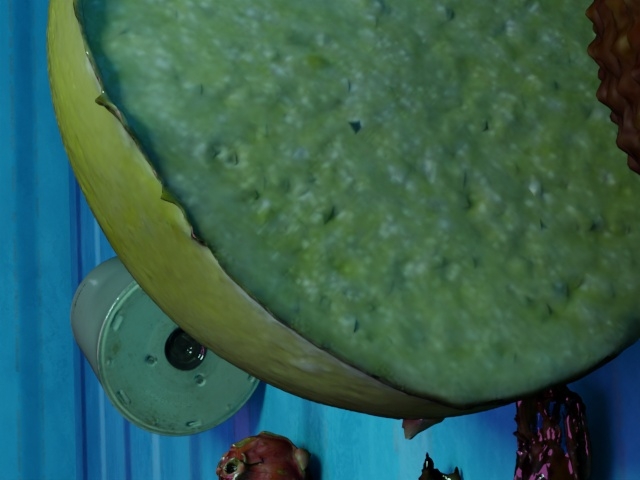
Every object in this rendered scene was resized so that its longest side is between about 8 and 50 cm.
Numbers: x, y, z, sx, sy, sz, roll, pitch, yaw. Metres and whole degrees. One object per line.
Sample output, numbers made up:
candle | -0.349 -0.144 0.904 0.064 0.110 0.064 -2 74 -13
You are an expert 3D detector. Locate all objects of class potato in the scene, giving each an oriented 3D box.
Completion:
potato | 0.013 -0.072 0.642 0.442 0.385 0.319 48 152 -1

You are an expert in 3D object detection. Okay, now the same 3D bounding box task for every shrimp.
shrimp | 0.157 0.226 0.747 0.222 0.054 0.290 30 121 59

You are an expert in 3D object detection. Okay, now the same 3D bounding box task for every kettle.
kettle | -0.248 0.093 1.376 0.377 0.250 0.361 8 77 65

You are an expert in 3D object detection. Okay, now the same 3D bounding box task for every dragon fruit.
dragon fruit | -0.071 0.312 1.109 0.133 0.166 0.136 -21 59 14

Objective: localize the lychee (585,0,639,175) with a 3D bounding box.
lychee | 0.249 -0.092 0.343 0.276 0.304 0.275 10 111 29
